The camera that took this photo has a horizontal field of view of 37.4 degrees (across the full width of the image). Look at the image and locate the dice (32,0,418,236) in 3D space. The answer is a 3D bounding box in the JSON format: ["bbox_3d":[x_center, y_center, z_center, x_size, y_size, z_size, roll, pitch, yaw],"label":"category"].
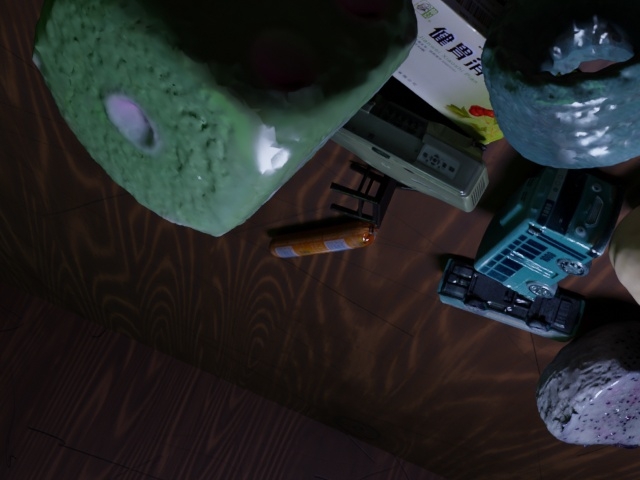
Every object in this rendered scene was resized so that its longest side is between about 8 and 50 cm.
[{"bbox_3d":[-0.106,-0.225,1.094,0.322,0.330,0.318,44,149,-4],"label":"dice"}]

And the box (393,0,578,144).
[{"bbox_3d":[0.180,-0.233,1.201,0.260,0.062,0.175,35,155,-22],"label":"box"}]

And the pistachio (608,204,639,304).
[{"bbox_3d":[0.555,0.039,1.282,0.318,0.214,0.193,5,-165,19],"label":"pistachio"}]

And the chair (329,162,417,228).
[{"bbox_3d":[0.131,-0.073,1.543,0.212,0.101,0.084,20,157,12],"label":"chair"}]

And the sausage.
[{"bbox_3d":[0.000,0.000,1.886,0.053,0.053,0.347,37,154,-28],"label":"sausage"}]

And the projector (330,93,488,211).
[{"bbox_3d":[0.117,-0.140,1.372,0.269,0.088,0.193,30,180,13],"label":"projector"}]

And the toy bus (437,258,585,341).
[{"bbox_3d":[0.350,0.111,1.750,0.261,0.091,0.109,20,167,13],"label":"toy bus"}]

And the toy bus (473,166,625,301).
[{"bbox_3d":[0.340,-0.013,1.437,0.147,0.128,0.256,26,159,-1],"label":"toy bus"}]

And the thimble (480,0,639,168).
[{"bbox_3d":[0.296,-0.192,1.019,0.235,0.198,0.143,-18,142,10],"label":"thimble"}]

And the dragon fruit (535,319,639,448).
[{"bbox_3d":[0.539,0.237,1.700,0.283,0.204,0.221,4,129,-16],"label":"dragon fruit"}]
